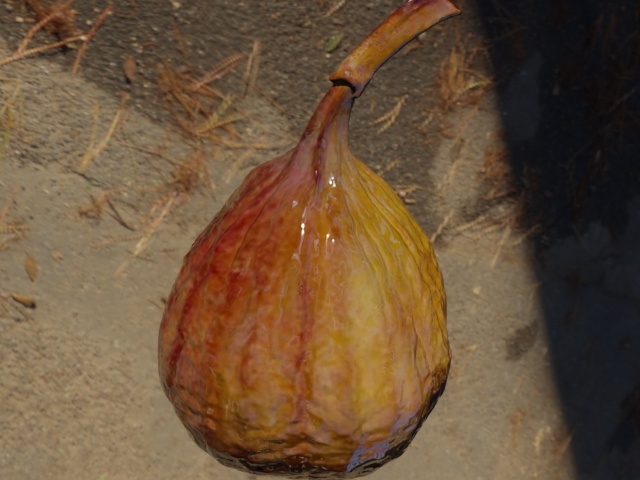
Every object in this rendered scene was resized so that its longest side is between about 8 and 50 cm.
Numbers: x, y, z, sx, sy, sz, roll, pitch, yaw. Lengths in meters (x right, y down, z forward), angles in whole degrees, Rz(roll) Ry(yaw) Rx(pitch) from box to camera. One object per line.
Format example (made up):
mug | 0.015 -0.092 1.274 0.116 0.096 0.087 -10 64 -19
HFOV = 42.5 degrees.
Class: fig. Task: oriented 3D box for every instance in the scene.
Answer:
fig | 0.000 0.000 0.348 0.134 0.146 0.201 2 126 -9
